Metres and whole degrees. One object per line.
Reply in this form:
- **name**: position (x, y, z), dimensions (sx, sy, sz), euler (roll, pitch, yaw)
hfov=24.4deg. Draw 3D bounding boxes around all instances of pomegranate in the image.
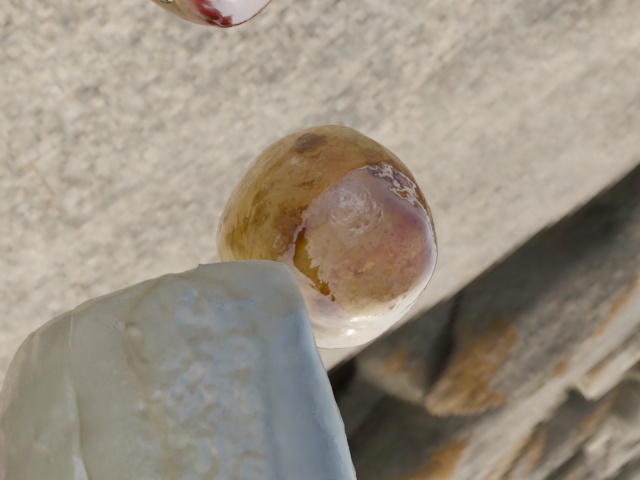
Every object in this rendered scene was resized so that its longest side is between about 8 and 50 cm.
- **pomegranate**: position (0.000, 0.000, 1.422), dimensions (0.215, 0.215, 0.215), euler (-33, 159, -14)

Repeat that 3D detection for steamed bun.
- **steamed bun**: position (-0.106, 0.163, 1.002), dimensions (0.236, 0.247, 0.383), euler (-10, 164, -5)

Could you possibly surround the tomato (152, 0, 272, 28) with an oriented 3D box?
- **tomato**: position (-0.048, -0.132, 0.614), dimensions (0.075, 0.087, 0.087), euler (-55, 163, -14)
